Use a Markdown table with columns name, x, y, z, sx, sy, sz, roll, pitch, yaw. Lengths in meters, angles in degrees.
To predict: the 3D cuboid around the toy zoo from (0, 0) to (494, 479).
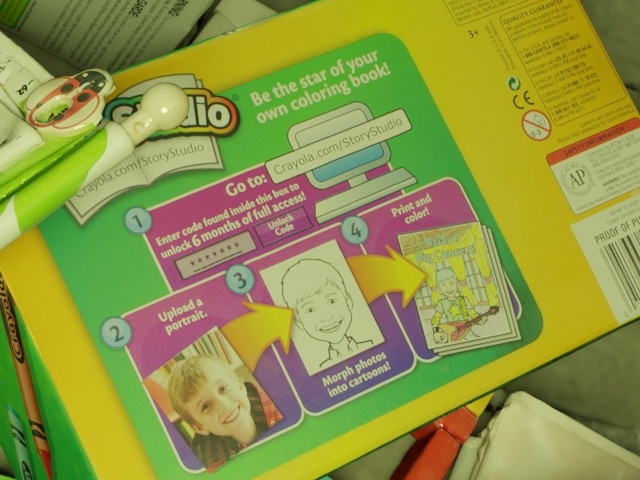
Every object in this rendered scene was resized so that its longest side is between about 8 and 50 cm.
| name | x | y | z | sx | sy | sz | roll | pitch | yaw |
| --- | --- | --- | --- | --- | --- | --- | --- | --- | --- |
| toy zoo | -0.019 | 0.028 | 0.762 | 0.192 | 0.030 | 0.293 | 38 | 63 | -7 |

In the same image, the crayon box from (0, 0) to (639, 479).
| name | x | y | z | sx | sy | sz | roll | pitch | yaw |
| --- | --- | --- | --- | --- | --- | --- | --- | --- | --- |
| crayon box | 0.000 | 0.000 | 0.714 | 0.278 | 0.081 | 0.165 | -23 | 83 | -27 |

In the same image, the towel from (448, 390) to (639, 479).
| name | x | y | z | sx | sy | sz | roll | pitch | yaw |
| --- | --- | --- | --- | --- | --- | --- | --- | --- | --- |
| towel | 0.147 | 0.272 | 0.742 | 0.317 | 0.053 | 0.332 | 29 | 64 | -11 |

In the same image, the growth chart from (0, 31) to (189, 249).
| name | x | y | z | sx | sy | sz | roll | pitch | yaw |
| --- | --- | --- | --- | --- | --- | --- | --- | --- | --- |
| growth chart | -0.177 | -0.040 | 0.633 | 0.172 | 0.021 | 0.237 | -41 | 49 | -19 |

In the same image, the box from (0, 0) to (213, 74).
| name | x | y | z | sx | sy | sz | roll | pitch | yaw |
| --- | --- | --- | --- | --- | --- | --- | --- | --- | --- |
| box | -0.069 | -0.184 | 0.762 | 0.103 | 0.114 | 0.203 | 27 | 64 | -13 |
